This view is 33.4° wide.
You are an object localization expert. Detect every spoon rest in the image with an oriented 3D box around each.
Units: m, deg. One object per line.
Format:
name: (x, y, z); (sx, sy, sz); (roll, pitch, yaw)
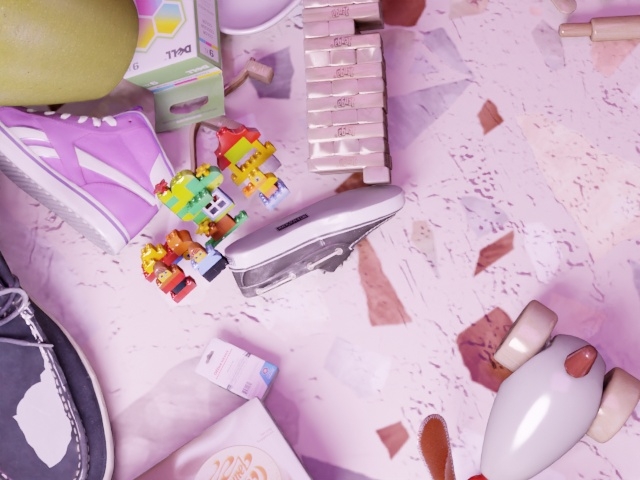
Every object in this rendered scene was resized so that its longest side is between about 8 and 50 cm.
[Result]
spoon rest: (-0.026, -0.334, 1.320); (0.276, 0.084, 0.137); (-13, 73, -1)

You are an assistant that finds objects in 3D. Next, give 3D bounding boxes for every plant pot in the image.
plant pot: (-0.354, -0.256, 1.151); (0.275, 0.293, 0.274); (-10, 74, 40)

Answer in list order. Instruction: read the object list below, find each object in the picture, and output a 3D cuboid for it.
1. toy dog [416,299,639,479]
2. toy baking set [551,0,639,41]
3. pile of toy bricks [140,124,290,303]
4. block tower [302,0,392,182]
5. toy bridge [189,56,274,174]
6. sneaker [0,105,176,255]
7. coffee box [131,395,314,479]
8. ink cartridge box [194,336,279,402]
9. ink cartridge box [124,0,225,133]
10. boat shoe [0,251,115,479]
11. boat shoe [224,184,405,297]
toy dog: (0.211, 0.217, 1.106); (0.220, 0.161, 0.333); (15, 75, 8)
toy baking set: (0.350, -0.334, 1.330); (0.256, 0.030, 0.196); (-7, 71, 1)
pile of toy bricks: (-0.139, -0.039, 1.196); (0.212, 0.105, 0.118); (-43, 32, 6)
block tower: (0.028, -0.231, 1.235); (0.097, 0.091, 0.335); (-4, 91, 8)
toy bridge: (-0.121, -0.142, 1.299); (0.063, 0.026, 0.188); (22, 77, 10)
sneaker: (-0.298, -0.122, 1.276); (0.282, 0.102, 0.161); (38, 72, 6)
coffee box: (-0.128, 0.296, 1.135); (0.246, 0.098, 0.141); (-33, 75, -6)
ink cartridge box: (-0.095, 0.149, 1.212); (0.083, 0.028, 0.048); (25, 77, 10)
ink cartridge box: (-0.181, -0.246, 1.286); (0.109, 0.062, 0.209); (-11, 77, 26)
boat shoe: (-0.390, 0.088, 1.142); (0.187, 0.156, 0.500); (-28, 93, 1)
boat shoe: (0.000, 0.000, 1.233); (0.219, 0.078, 0.070); (-22, 111, -3)
